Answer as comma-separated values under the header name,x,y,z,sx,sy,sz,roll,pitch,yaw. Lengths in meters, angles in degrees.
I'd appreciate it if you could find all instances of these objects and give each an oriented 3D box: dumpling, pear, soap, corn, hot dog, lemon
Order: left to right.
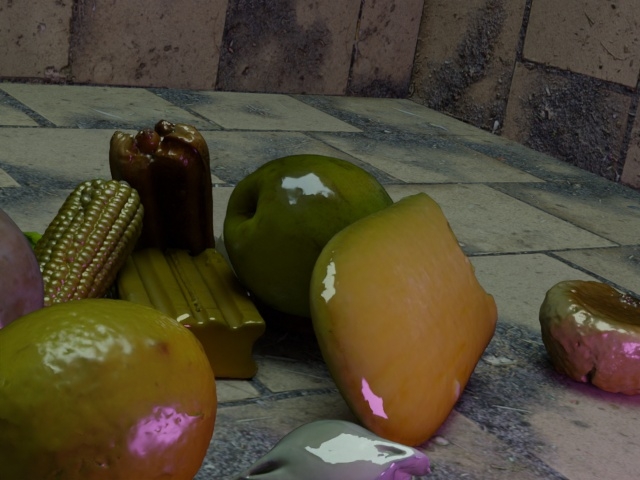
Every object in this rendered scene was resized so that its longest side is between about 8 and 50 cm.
name,x,y,z,sx,sy,sz,roll,pitch,yaw
corn,-0.354,0.036,1.753,0.130,0.130,0.347,13,49,11
lemon,-0.244,0.185,1.297,0.284,0.261,0.260,24,3,-42
hot dog,-0.251,-0.067,1.983,0.158,0.349,0.117,-4,51,-2
soap,-0.218,0.100,1.844,0.204,0.096,0.324,5,17,-17
pear,0.000,0.000,1.865,0.307,0.253,0.253,26,8,-27
dumpling,0.010,0.272,1.398,0.228,0.124,0.151,1,-21,-2
soap,0.112,0.111,1.696,0.115,0.306,0.427,-17,9,30

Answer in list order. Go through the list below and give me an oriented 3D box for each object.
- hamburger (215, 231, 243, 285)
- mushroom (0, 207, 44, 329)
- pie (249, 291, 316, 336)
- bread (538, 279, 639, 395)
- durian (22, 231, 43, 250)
name,x,y,z,sx,sy,sz,roll,pitch,yaw
hamburger,-0.138,0.033,2.141,0.141,0.082,0.126,26,22,12
mushroom,-0.514,0.081,1.559,0.297,0.298,0.290,0,-18,-30
pie,-0.012,0.108,2.014,0.218,0.054,0.204,10,16,-6
bread,0.465,0.161,1.967,0.244,0.134,0.244,12,16,-3
durian,-0.437,0.050,1.898,0.250,0.101,0.139,25,-11,38
